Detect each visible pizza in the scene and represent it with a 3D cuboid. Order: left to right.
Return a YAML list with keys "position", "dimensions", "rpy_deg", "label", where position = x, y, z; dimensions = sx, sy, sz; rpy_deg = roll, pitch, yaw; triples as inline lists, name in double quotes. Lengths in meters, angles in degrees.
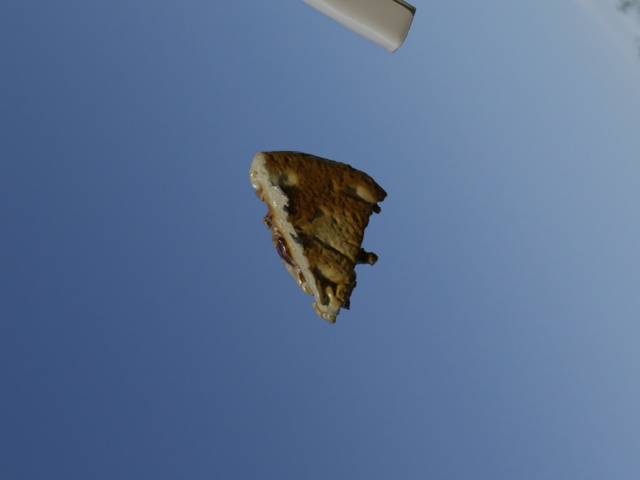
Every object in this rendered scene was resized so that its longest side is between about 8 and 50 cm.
- position: [-0.002, 0.000, 1.160]
  dimensions: [0.154, 0.069, 0.193]
  rpy_deg: [12, -119, -30]
  label: "pizza"

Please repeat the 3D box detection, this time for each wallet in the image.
- position: [0.033, -0.237, 1.091]
  dimensions: [0.122, 0.025, 0.061]
  rpy_deg: [29, -118, -9]
  label: "wallet"
